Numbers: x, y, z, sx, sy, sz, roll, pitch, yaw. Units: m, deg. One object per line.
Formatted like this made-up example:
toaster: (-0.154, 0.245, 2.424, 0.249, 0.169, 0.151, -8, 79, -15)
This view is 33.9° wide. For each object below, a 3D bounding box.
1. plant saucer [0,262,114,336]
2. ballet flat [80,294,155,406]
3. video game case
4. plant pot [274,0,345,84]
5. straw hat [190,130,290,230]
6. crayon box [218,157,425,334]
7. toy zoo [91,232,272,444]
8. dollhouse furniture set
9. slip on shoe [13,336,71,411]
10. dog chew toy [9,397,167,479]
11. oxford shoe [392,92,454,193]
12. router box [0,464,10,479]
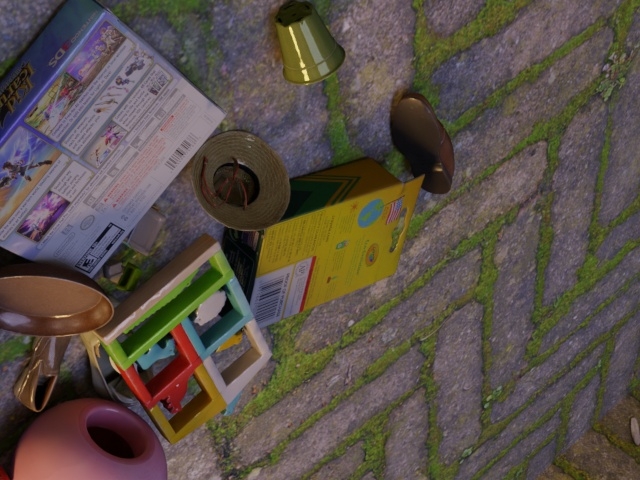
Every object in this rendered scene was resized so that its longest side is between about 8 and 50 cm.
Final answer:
plant saucer: (-0.322, 0.067, 1.207, 0.169, 0.029, 0.168, -2, 153, -1)
ballet flat: (-0.265, 0.171, 1.404, 0.086, 0.086, 0.248, -37, 146, -19)
video game case: (-0.262, -0.101, 1.150, 0.269, 0.061, 0.244, -50, 149, 1)
plant pot: (-0.020, -0.247, 1.285, 0.083, 0.083, 0.079, -39, 135, -16)
straw hat: (-0.116, -0.068, 1.353, 0.144, 0.144, 0.061, -20, 176, -38)
crayon box: (0.000, 0.000, 1.547, 0.319, 0.081, 0.202, -18, 136, -39)
toy zoo: (-0.168, 0.150, 1.397, 0.192, 0.030, 0.293, -41, 139, -20)
dollhouse furniture set: (-0.260, 0.014, 1.306, 0.076, 0.059, 0.151, 36, 74, -50)
slip on shoe: (-0.345, 0.156, 1.329, 0.051, 0.041, 0.135, 11, 114, -54)
dog chew toy: (-0.347, 0.370, 1.413, 0.207, 0.206, 0.332, 3, 129, -51)
oxford shoe: (0.161, -0.162, 1.607, 0.212, 0.076, 0.076, 64, 40, -53)
router box: (-0.578, 0.406, 1.267, 0.301, 0.082, 0.335, 9, 116, -53)
